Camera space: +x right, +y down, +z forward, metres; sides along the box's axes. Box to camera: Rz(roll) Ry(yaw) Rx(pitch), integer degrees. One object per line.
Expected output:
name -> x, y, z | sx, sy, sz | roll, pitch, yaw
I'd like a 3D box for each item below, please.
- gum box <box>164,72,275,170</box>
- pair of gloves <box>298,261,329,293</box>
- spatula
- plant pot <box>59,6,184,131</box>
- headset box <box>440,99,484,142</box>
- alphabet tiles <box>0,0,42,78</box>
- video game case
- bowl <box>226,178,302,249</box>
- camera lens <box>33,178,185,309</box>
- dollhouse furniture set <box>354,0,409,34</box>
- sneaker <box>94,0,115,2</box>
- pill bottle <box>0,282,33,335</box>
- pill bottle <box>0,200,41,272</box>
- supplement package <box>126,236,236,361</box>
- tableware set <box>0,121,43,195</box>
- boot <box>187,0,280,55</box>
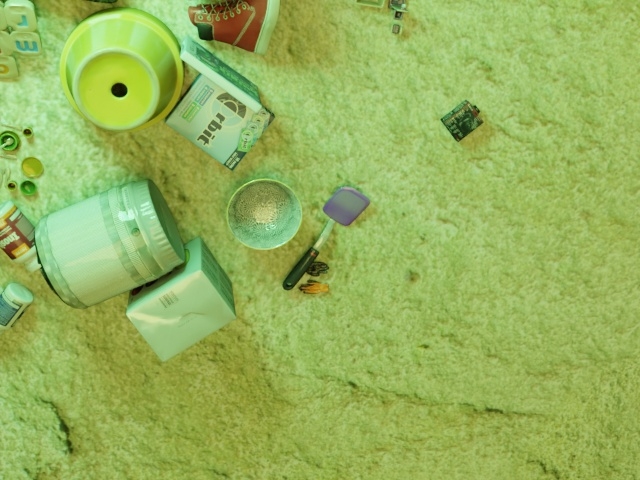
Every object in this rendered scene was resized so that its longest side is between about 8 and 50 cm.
gum box -> -0.219, -0.267, 1.934 | 0.184, 0.041, 0.157 | 36, 102, -21
pair of gloves -> -0.016, 0.090, 2.126 | 0.074, 0.010, 0.083 | -2, 109, -6
spatula -> 0.000, 0.000, 2.077 | 0.084, 0.030, 0.296 | 33, 100, -18
plant pot -> -0.399, -0.325, 1.777 | 0.254, 0.239, 0.254 | -3, 113, -8
headset box -> 0.325, -0.275, 2.018 | 0.083, 0.032, 0.062 | -39, 113, 7
alphabet tiles -> -0.697, -0.418, 1.734 | 0.284, 0.021, 0.278 | 0, 148, -8
video game case -> -0.205, -0.346, 1.832 | 0.190, 0.173, 0.022 | 35, 105, -20
bowl -> -0.130, -0.071, 2.006 | 0.170, 0.080, 0.170 | -3, 112, -8
camera lens -> -0.457, 0.008, 1.913 | 0.274, 0.219, 0.219 | -23, 113, 1
dollhouse furniture set -> 0.130, -0.485, 1.876 | 0.114, 0.081, 0.091 | 6, 111, -11
sneaker -> -0.595, -0.622, 1.692 | 0.448, 0.169, 0.257 | 7, 102, -20
pill bottle -> -0.715, 0.160, 2.019 | 0.067, 0.067, 0.120 | 37, 102, -20
pill bottle -> -0.664, -0.006, 1.949 | 0.086, 0.086, 0.152 | -35, 113, 6
supplement package -> -0.311, 0.127, 1.993 | 0.194, 0.203, 0.149 | -30, 113, 4
tableware set -> -0.651, -0.174, 1.917 | 0.104, 0.024, 0.154 | 12, 109, -13
boot -> -0.173, -0.471, 1.777 | 0.176, 0.088, 0.244 | 11, 153, -11
